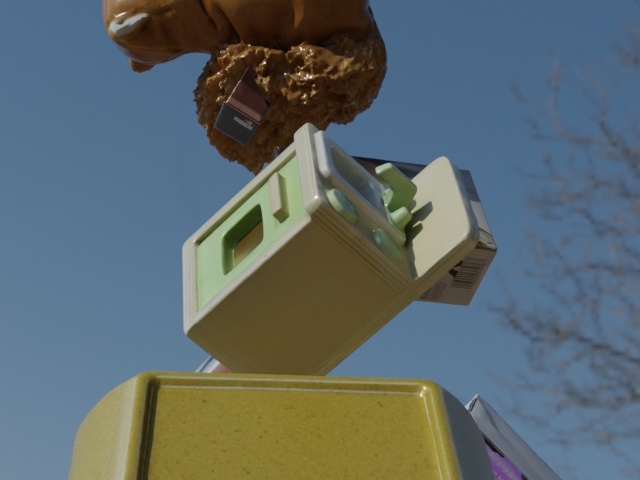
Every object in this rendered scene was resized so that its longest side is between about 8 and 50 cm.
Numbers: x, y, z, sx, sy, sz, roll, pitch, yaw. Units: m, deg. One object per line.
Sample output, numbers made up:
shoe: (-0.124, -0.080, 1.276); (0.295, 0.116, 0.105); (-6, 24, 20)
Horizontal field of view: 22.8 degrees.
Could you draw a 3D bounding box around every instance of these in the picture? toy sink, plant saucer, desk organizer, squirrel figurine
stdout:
toy sink: (0.000, 0.000, 1.364); (0.234, 0.153, 0.131); (-41, -64, 18)
plant saucer: (-0.022, 0.185, 1.134); (0.332, 0.081, 0.333); (1, 23, -4)
desk organizer: (-0.082, -0.149, 1.778); (0.047, 0.050, 0.130); (32, -11, -4)
squirrel figurine: (-0.112, -0.298, 2.247); (0.370, 0.397, 0.281); (-16, -5, -3)

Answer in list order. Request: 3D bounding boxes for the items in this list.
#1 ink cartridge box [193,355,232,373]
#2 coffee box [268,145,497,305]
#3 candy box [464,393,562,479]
ink cartridge box: (-0.109, 0.170, 1.973); (0.060, 0.275, 0.239); (44, 3, -5)
coffee box: (0.071, -0.019, 2.183); (0.297, 0.168, 0.119); (7, -48, -19)
candy box: (0.161, 0.301, 1.792); (0.165, 0.070, 0.196); (45, -65, -1)
